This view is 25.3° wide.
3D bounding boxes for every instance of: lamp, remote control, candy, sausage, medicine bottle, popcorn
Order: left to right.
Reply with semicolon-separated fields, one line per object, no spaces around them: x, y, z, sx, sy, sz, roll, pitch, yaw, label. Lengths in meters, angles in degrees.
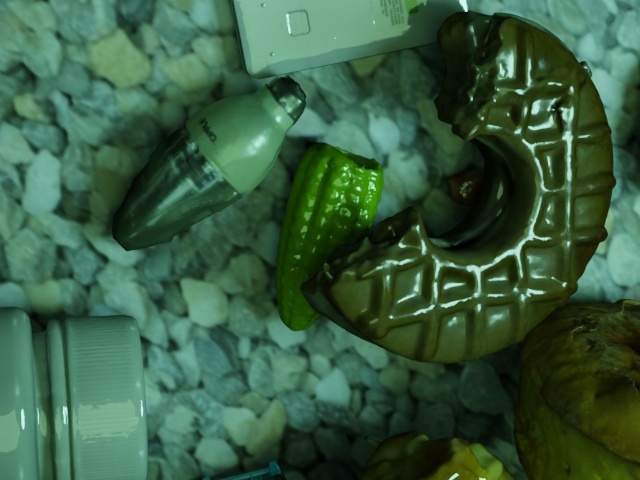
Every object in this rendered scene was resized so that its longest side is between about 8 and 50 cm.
-0.348;0.172;1.416;0.339;0.208;0.208;-3;105;-10;medicine bottle
-0.115;-0.077;1.454;0.250;0.101;0.101;-39;108;4;lamp
0.000;0.000;1.506;0.096;0.097;0.210;13;107;-14;candy
0.035;-0.239;1.475;0.250;0.034;0.103;-13;107;-7;remote control
0.091;0.357;1.465;0.264;0.225;0.332;-5;117;-28;popcorn
0.202;-0.057;1.555;0.131;0.039;0.041;1;111;-11;sausage

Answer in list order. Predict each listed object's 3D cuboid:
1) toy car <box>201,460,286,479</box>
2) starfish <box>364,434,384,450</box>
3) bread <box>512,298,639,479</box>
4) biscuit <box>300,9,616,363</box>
-0.060;0.324;1.588;0.126;0.098;0.161;-16;141;17;toy car
0.072;0.339;1.602;0.138;0.050;0.248;8;100;-48;starfish
0.369;0.206;1.494;0.336;0.358;0.204;5;113;-15;bread
0.165;-0.036;1.453;0.268;0.115;0.366;33;91;-29;biscuit
